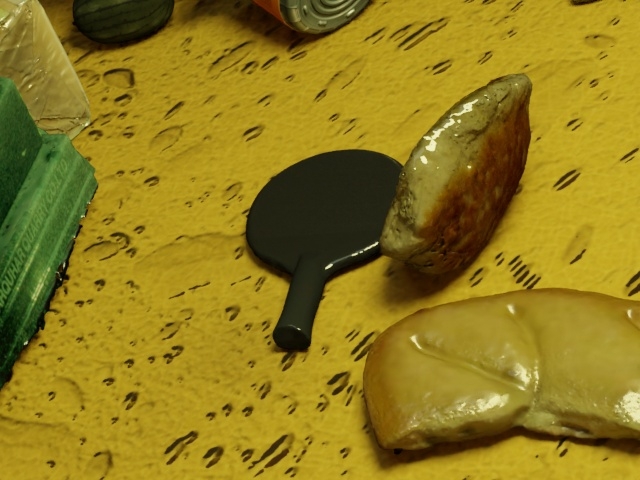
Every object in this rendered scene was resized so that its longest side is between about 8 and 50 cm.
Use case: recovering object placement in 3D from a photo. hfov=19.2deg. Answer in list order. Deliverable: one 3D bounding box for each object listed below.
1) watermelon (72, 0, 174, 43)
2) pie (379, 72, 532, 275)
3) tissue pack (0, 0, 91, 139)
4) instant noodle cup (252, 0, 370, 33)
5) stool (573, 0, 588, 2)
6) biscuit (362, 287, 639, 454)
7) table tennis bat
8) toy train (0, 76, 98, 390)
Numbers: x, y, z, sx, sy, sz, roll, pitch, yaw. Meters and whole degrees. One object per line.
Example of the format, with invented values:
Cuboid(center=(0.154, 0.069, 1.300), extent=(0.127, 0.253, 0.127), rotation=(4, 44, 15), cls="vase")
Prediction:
Cuboid(center=(-0.201, -0.238, 1.909), extent=(0.110, 0.078, 0.078), rotation=(-15, 41, 7), cls="watermelon")
Cuboid(center=(0.113, -0.056, 1.525), extent=(0.079, 0.163, 0.193), rotation=(29, 65, 19), cls="pie")
Cuboid(center=(-0.353, -0.179, 1.841), extent=(0.125, 0.159, 0.234), rotation=(-41, 45, -22), cls="tissue pack")
Cuboid(center=(-0.016, -0.280, 1.821), extent=(0.208, 0.177, 0.125), rotation=(-45, 57, 1), cls="instant noodle cup")
Cuboid(center=(0.273, -0.296, 1.751), extent=(0.110, 0.135, 0.134), rotation=(-11, -3, 15), cls="stool")
Cuboid(center=(0.175, 0.094, 1.419), extent=(0.299, 0.045, 0.154), rotation=(-4, 42, 18), cls="biscuit")
Cuboid(center=(0.000, 0.000, 1.606), extent=(0.150, 0.027, 0.236), rotation=(-3, 42, 19), cls="table tennis bat")
Cuboid(center=(-0.311, -0.004, 1.622), extent=(0.138, 0.178, 0.330), rotation=(-2, 45, 22), cls="toy train")
